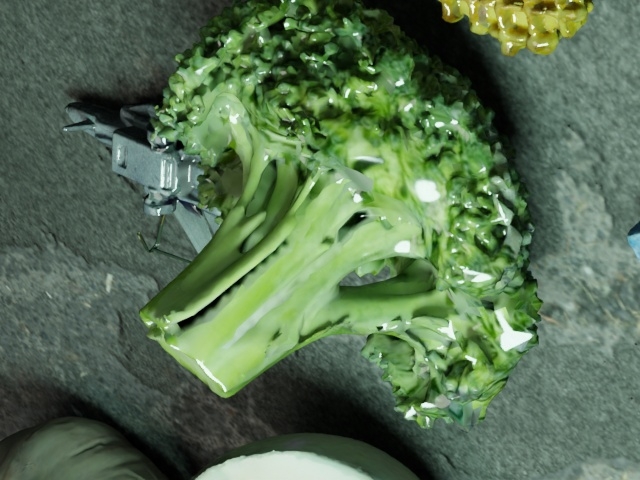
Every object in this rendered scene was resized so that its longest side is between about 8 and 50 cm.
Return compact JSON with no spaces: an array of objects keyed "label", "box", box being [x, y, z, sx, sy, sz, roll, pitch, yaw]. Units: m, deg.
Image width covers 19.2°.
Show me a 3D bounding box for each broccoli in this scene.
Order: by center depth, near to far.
[{"label":"broccoli","box":[0.006,-0.013,1.457,0.375,0.302,0.249,55,-176,-20]}]

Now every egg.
[{"label":"egg","box":[0.008,0.306,1.827,0.337,0.201,0.337,8,114,18]}]

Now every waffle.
[{"label":"waffle","box":[0.123,-0.213,1.319,0.191,0.038,0.191,29,142,25]}]

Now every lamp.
[{"label":"lamp","box":[-0.116,0.018,1.820,0.121,0.041,0.054,27,150,21]}]

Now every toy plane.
[{"label":"toy plane","box":[-0.160,-0.085,1.710,0.267,0.088,0.212,22,116,36]}]

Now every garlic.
[{"label":"garlic","box":[-0.284,0.342,2.146,0.317,0.259,0.317,-2,86,42]}]

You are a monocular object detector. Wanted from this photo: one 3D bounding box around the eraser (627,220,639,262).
[{"label":"eraser","box":[0.350,0.106,1.395,0.144,0.042,0.312,-7,119,51]}]
